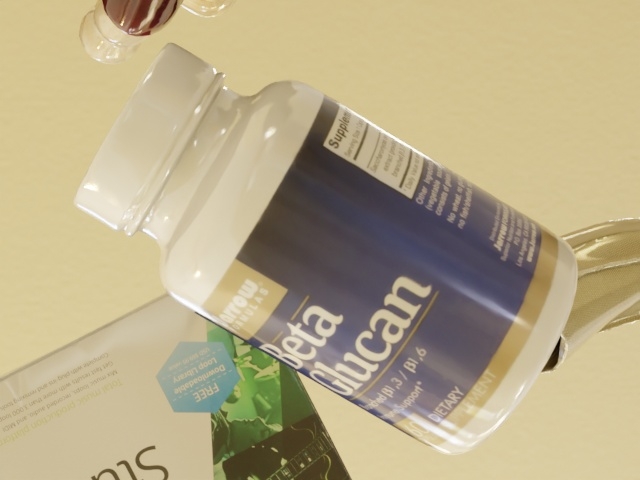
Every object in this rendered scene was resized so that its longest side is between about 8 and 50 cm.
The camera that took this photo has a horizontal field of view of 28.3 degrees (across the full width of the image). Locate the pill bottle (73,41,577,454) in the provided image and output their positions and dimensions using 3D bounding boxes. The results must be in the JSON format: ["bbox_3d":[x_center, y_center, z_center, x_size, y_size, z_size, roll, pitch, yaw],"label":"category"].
[{"bbox_3d":[0.000,0.000,0.468,0.094,0.169,0.094,-58,7,12],"label":"pill bottle"}]

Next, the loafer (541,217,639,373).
[{"bbox_3d":[0.187,0.052,0.991,0.102,0.269,0.092,93,166,-53],"label":"loafer"}]

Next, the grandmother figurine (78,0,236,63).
[{"bbox_3d":[-0.036,-0.163,0.550,0.207,0.104,0.342,-60,11,-2],"label":"grandmother figurine"}]

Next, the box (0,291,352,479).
[{"bbox_3d":[-0.092,0.205,0.945,0.322,0.232,0.058,63,174,-4],"label":"box"}]
